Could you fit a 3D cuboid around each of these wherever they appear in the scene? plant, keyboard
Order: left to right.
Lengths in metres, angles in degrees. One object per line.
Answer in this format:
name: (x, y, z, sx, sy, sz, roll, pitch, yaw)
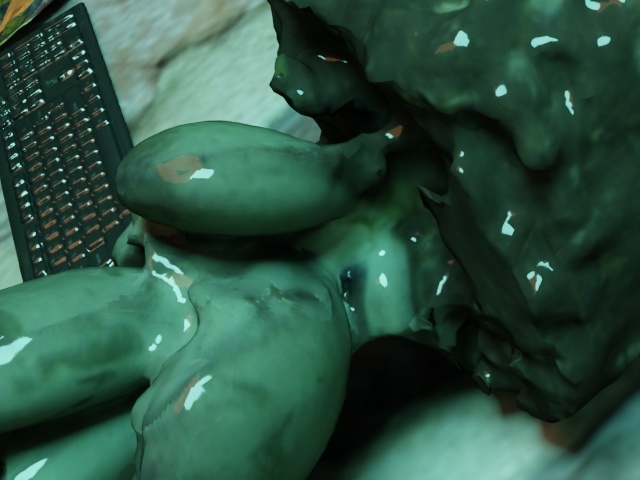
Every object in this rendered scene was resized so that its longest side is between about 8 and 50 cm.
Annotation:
keyboard: (-0.116, -0.041, 0.665, 0.067, 0.011, 0.202, -33, 40, 6)
plant: (0.000, -0.002, 0.433, 0.274, 0.146, 0.149, -37, 27, 0)

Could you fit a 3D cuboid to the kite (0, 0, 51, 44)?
kite: (-0.160, -0.129, 0.774, 0.222, 0.008, 0.125, -16, 38, 24)
